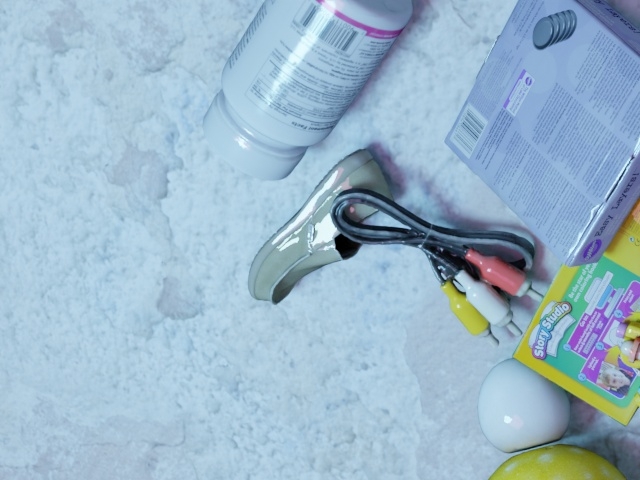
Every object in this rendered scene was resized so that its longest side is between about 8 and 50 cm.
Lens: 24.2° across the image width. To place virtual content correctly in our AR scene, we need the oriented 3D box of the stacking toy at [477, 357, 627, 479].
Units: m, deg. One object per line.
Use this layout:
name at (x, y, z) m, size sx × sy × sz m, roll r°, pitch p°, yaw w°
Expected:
stacking toy at (0.302, 0.374, 1.836) m, size 0.351 × 0.351 × 0.479 m, roll -22°, pitch 76°, yaw 32°

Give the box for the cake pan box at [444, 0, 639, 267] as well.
cake pan box at (0.281, -0.138, 1.714) m, size 0.245 × 0.070 × 0.266 m, roll 49°, pitch 127°, yaw 36°

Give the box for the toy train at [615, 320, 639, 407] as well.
toy train at (0.406, 0.139, 1.724) m, size 0.125 × 0.046 × 0.166 m, roll -8°, pitch 106°, yaw 29°

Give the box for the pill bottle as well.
pill bottle at (-0.024, -0.219, 1.843) m, size 0.160 × 0.160 × 0.283 m, roll 42°, pitch 122°, yaw 8°

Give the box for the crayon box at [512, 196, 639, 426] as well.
crayon box at (0.366, 0.066, 1.793) m, size 0.165 × 0.081 × 0.278 m, roll 32°, pitch 120°, yaw 14°

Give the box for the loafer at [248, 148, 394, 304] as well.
loafer at (0.000, 0.000, 1.950) m, size 0.092 × 0.102 × 0.268 m, roll 46°, pitch 122°, yaw 12°

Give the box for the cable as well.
cable at (0.151, 0.014, 1.856) m, size 0.287 × 0.072 × 0.139 m, roll 33°, pitch 120°, yaw -11°
